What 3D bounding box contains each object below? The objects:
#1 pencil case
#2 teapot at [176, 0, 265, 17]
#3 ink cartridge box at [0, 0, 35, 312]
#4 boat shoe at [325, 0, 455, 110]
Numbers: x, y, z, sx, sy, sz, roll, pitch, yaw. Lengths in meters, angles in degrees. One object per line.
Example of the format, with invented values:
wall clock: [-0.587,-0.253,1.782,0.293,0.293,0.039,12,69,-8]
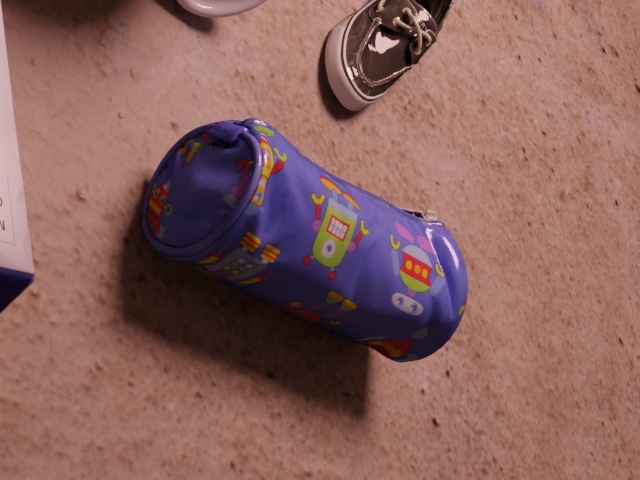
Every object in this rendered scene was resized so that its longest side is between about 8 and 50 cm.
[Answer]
pencil case: [0.000,0.000,1.304,0.306,0.119,0.133,26,84,-44]
teapot: [-0.123,-0.310,1.248,0.256,0.187,0.252,52,10,2]
ink cartridge box: [-0.317,-0.061,0.949,0.324,0.071,0.330,14,57,-49]
boat shoe: [0.071,-0.202,1.531,0.078,0.070,0.219,55,39,-20]
